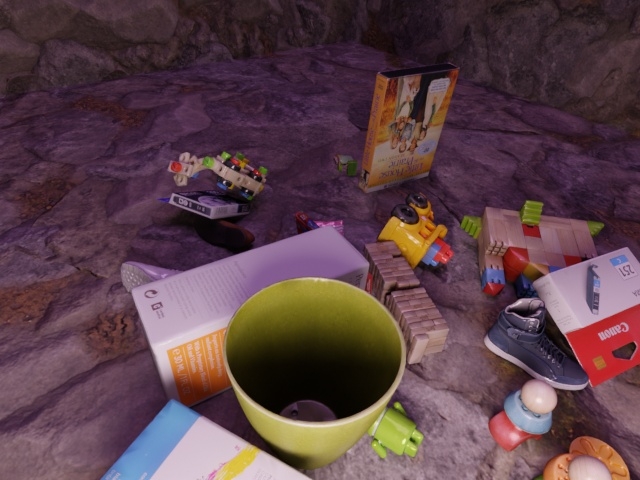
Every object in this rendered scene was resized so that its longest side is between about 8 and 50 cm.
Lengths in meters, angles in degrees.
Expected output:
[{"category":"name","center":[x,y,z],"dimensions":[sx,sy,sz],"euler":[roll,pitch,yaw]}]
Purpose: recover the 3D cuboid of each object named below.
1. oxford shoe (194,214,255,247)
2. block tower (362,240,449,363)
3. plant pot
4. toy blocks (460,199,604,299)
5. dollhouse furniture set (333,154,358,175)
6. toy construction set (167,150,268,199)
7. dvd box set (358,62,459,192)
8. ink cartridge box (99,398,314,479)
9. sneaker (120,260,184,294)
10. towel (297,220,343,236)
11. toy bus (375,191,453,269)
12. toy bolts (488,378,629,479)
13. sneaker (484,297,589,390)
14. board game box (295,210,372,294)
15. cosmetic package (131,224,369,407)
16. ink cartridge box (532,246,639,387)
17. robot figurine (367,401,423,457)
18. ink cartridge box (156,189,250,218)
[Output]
[{"category":"oxford shoe","center":[-0.290,-0.026,1.261],"dimensions":[0.212,0.076,0.076],"euler":[21,11,25]},{"category":"block tower","center":[0.204,0.141,1.062],"dimensions":[0.097,0.091,0.335],"euler":[-7,40,-12]},{"category":"plant pot","center":[-0.015,0.263,0.726],"dimensions":[0.275,0.293,0.274],"euler":[2,38,-2]},{"category":"toy blocks","center":[0.601,0.050,1.172],"dimensions":[0.381,0.190,0.261],"euler":[8,50,4]},{"category":"dollhouse furniture set","center":[0.102,-0.318,1.654],"dimensions":[0.076,0.058,0.151],"euler":[-4,39,-11]},{"category":"toy construction set","center":[-0.303,-0.220,1.339],"dimensions":[0.215,0.151,0.328],"euler":[37,24,32]},{"category":"dvd box set","center":[0.297,-0.382,1.464],"dimensions":[0.308,0.420,0.062],"euler":[-17,46,-25]},{"category":"ink cartridge box","center":[-0.160,0.412,0.602],"dimensions":[0.270,0.198,0.197],"euler":[19,40,19]},{"category":"sneaker","center":[-0.399,0.107,1.070],"dimensions":[0.235,0.090,0.095],"euler":[20,28,14]},{"category":"towel","center":[0.000,0.000,1.270],"dimensions":[0.144,0.029,0.197],"euler":[3,39,0]},{"category":"toy bus","center":[0.298,-0.016,1.241],"dimensions":[0.211,0.149,0.220],"euler":[35,43,15]},{"category":"toy bolts","center":[0.446,0.357,0.757],"dimensions":[0.218,0.158,0.228],"euler":[-14,42,-22]},{"category":"sneaker","center":[0.497,0.224,0.929],"dimensions":[0.226,0.163,0.086],"euler":[26,42,23]},{"category":"board game box","center":[0.030,0.052,1.094],"dimensions":[0.027,0.145,0.281],"euler":[-33,55,-20]},{"category":"cosmetic package","center":[-0.132,0.154,0.906],"dimensions":[0.453,0.230,0.161],"euler":[-19,45,-26]},{"category":"ink cartridge box","center":[0.697,0.170,1.007],"dimensions":[0.296,0.066,0.261],"euler":[-14,67,-21]},{"category":"robot figurine","center":[0.136,0.359,0.801],"dimensions":[0.115,0.067,0.101],"euler":[25,55,24]},{"category":"ink cartridge box","center":[-0.359,-0.123,1.314],"dimensions":[0.208,0.045,0.206],"euler":[18,14,18]}]
